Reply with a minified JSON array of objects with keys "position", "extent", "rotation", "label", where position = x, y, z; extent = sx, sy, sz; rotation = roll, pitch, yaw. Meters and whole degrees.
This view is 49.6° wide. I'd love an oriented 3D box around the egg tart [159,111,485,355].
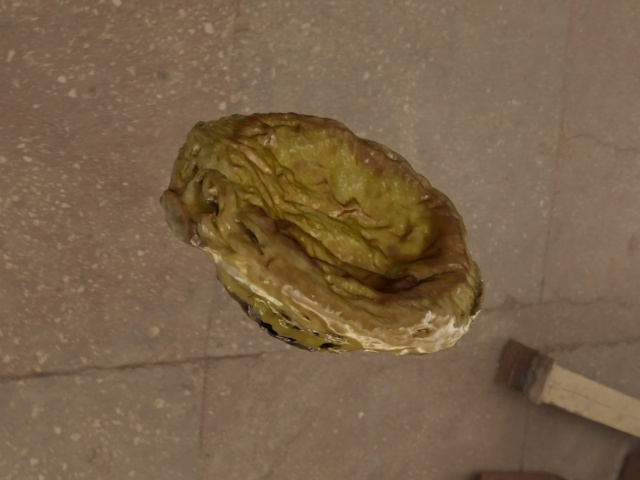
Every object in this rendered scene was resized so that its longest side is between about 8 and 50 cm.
[{"position":[0.002,-0.002,0.677],"extent":[0.341,0.341,0.129],"rotation":[3,135,-38],"label":"egg tart"}]
